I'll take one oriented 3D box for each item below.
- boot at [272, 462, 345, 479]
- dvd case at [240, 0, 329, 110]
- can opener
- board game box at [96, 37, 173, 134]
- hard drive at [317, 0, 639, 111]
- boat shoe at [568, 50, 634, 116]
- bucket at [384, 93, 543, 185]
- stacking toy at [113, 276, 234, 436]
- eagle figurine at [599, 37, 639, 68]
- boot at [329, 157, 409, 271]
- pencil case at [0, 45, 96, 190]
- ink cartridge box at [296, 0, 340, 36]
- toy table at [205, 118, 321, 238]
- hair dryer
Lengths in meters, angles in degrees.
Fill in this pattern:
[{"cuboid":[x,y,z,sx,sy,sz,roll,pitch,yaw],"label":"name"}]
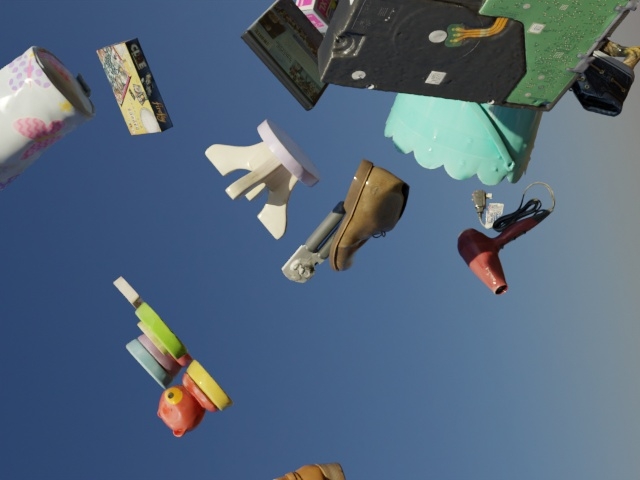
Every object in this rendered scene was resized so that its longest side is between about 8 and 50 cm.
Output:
[{"cuboid":[-0.006,0.541,1.784,0.152,0.073,0.197,-5,-123,-32],"label":"boot"},{"cuboid":[-0.046,-0.359,1.702,0.180,0.022,0.253,48,-150,-14],"label":"dvd case"},{"cuboid":[0.000,0.000,2.375,0.076,0.283,0.095,32,-151,-15],"label":"can opener"},{"cuboid":[-0.488,-0.400,2.371,0.042,0.165,0.243,-33,-67,-34],"label":"board game box"},{"cuboid":[0.189,-0.269,1.127,0.237,0.339,0.064,120,150,-57],"label":"hard drive"},{"cuboid":[0.412,-0.269,1.451,0.065,0.183,0.083,113,180,-66],"label":"boat shoe"},{"cuboid":[0.263,-0.241,1.595,0.281,0.281,0.183,-58,-14,-59],"label":"bucket"},{"cuboid":[-0.344,0.241,1.845,0.309,0.130,0.279,32,160,53],"label":"stacking toy"},{"cuboid":[0.547,-0.445,1.928,0.298,0.225,0.226,40,-155,20],"label":"eagle figurine"},{"cuboid":[0.095,-0.026,1.844,0.305,0.115,0.112,108,-175,-49],"label":"boot"},{"cuboid":[-0.411,-0.119,1.127,0.113,0.273,0.124,54,-173,20],"label":"pencil case"},{"cuboid":[0.055,-0.540,2.161,0.311,0.065,0.185,37,-121,-53],"label":"ink cartridge box"},{"cuboid":[-0.113,-0.147,1.982,0.252,0.161,0.274,52,-173,15],"label":"toy table"},{"cuboid":[0.432,-0.010,2.174,0.080,0.224,0.293,31,-115,-43],"label":"hair dryer"}]
